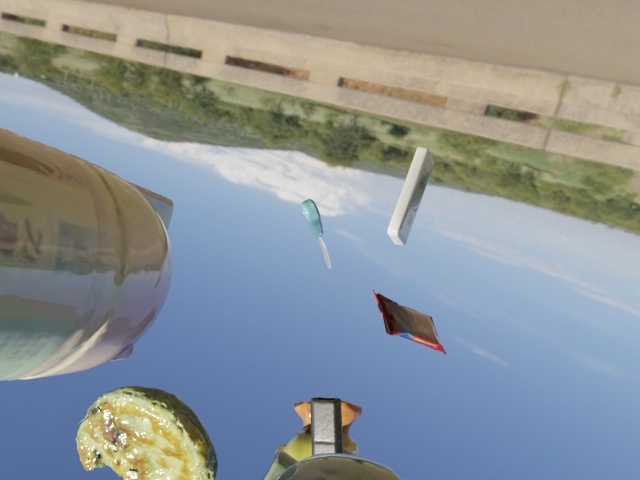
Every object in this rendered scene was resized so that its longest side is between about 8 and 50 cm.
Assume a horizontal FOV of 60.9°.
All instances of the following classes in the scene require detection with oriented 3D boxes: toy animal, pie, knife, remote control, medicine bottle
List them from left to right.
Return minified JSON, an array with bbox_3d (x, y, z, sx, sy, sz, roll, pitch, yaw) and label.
[{"bbox_3d":[-0.296,0.021,0.550,0.235,0.236,0.406,20,178,21],"label":"medicine bottle"},{"bbox_3d":[-0.335,0.408,1.056,0.302,0.302,0.067,18,-153,9],"label":"pie"},{"bbox_3d":[0.000,0.554,1.262,0.216,0.338,0.191,-13,138,36],"label":"toy animal"},{"bbox_3d":[0.001,0.001,1.202,0.032,0.244,0.058,-29,-131,-9],"label":"knife"},{"bbox_3d":[0.011,0.406,0.971,0.063,0.245,0.025,-6,172,21],"label":"remote control"},{"bbox_3d":[0.236,-0.114,1.408,0.034,0.250,0.103,16,168,26],"label":"remote control"}]

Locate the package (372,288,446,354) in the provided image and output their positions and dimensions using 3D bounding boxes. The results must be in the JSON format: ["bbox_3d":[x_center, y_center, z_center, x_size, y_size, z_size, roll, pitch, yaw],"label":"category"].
[{"bbox_3d":[0.159,0.146,0.954,0.200,0.022,0.083,27,-146,-44],"label":"package"}]

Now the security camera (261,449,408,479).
[{"bbox_3d":[0.015,0.283,0.474,0.191,0.277,0.197,33,-126,7],"label":"security camera"}]
